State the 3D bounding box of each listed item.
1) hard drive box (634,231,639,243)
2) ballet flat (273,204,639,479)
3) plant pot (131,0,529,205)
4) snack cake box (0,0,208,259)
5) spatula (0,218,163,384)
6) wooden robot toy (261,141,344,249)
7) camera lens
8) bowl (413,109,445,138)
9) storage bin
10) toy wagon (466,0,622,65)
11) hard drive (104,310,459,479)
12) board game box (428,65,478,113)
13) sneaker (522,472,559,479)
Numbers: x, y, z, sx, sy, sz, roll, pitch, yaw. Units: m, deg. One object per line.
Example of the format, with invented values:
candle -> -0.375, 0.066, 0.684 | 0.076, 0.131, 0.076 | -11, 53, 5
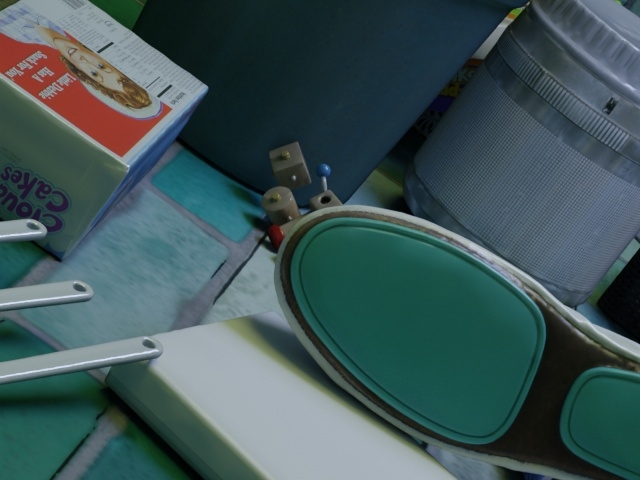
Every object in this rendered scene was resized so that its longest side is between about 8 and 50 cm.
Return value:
hard drive box -> 0.438, -0.004, 1.798 | 0.089, 0.181, 0.232 | 22, 22, -43
ballet flat -> 0.148, 0.097, 1.272 | 0.400, 0.139, 0.139 | 24, 19, -3
plant pot -> 0.010, -0.231, 1.634 | 0.341, 0.334, 0.341 | 31, 20, -12
snack cake box -> -0.191, -0.096, 1.340 | 0.152, 0.089, 0.264 | 37, 19, -3
spatula -> -0.213, 0.033, 1.042 | 0.168, 0.019, 0.242 | 42, 30, 28
wooden robot toy -> 0.000, 0.000, 1.514 | 0.173, 0.076, 0.079 | 52, -10, 41
camera lens -> 0.228, -0.087, 1.752 | 0.219, 0.274, 0.219 | 31, 19, -12
bowl -> 0.173, -0.155, 2.133 | 0.170, 0.080, 0.170 | 31, 18, -11
storage bin -> 0.383, 0.059, 1.969 | 0.122, 0.084, 0.180 | 38, 19, 8
toy wagon -> 0.191, -0.265, 1.982 | 0.267, 0.068, 0.344 | 23, 26, 23
hard drive -> 0.027, 0.166, 1.155 | 0.307, 0.040, 0.203 | 41, 19, 18
board game box -> 0.117, -0.245, 2.084 | 0.233, 0.078, 0.347 | 14, 24, 4
sneaker -> 0.178, 0.172, 1.380 | 0.081, 0.080, 0.211 | 13, 16, 15
